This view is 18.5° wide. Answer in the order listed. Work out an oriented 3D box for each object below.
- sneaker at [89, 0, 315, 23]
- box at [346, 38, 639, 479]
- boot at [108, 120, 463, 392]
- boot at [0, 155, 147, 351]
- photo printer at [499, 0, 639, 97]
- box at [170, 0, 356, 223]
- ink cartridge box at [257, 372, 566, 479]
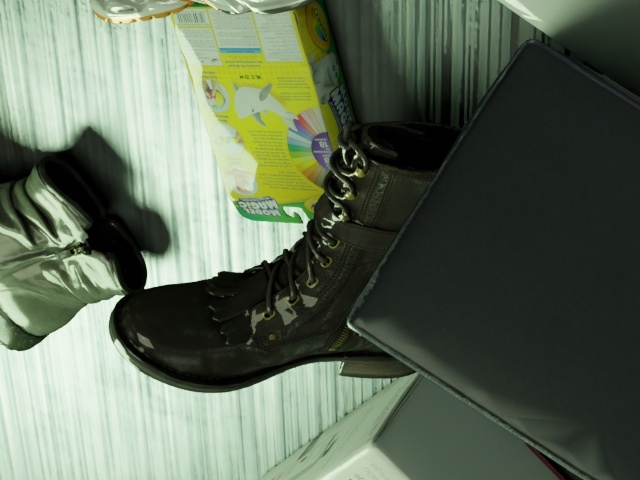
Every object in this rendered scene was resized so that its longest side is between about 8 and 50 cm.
[{"bbox_3d":[-0.063,-0.212,1.252,0.262,0.099,0.121,-2,118,35],"label":"sneaker"},{"bbox_3d":[0.190,0.039,1.089,0.296,0.294,0.182,33,96,1],"label":"box"},{"bbox_3d":[0.000,0.000,1.320,0.263,0.091,0.229,-2,142,-19],"label":"boot"},{"bbox_3d":[-0.255,-0.032,1.554,0.161,0.083,0.246,-32,108,39],"label":"boot"},{"bbox_3d":[0.197,-0.203,1.063,0.307,0.107,0.256,36,137,6],"label":"photo printer"},{"bbox_3d":[-0.030,-0.091,1.362,0.105,0.043,0.179,5,124,31],"label":"box"},{"bbox_3d":[0.059,0.244,1.510,0.207,0.117,0.283,45,137,-4],"label":"ink cartridge box"}]
